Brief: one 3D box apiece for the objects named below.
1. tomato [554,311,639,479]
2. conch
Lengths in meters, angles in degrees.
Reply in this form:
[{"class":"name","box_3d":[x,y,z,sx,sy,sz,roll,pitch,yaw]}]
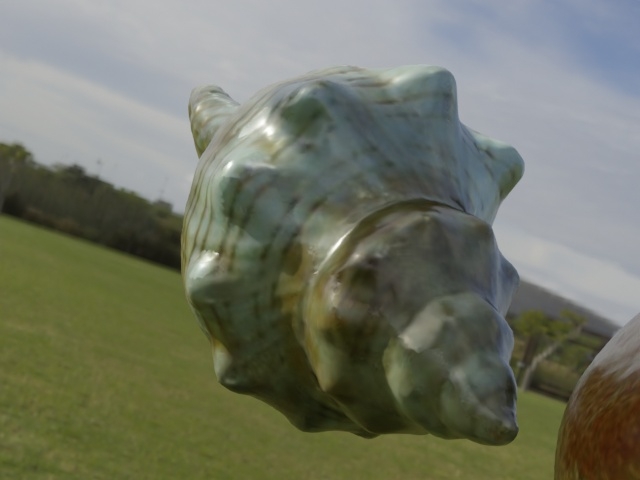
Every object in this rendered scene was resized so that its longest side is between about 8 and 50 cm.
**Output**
[{"class":"tomato","box_3d":[0.240,0.083,0.356,0.303,0.303,0.239,18,40,14]},{"class":"conch","box_3d":[0.014,0.002,0.552,0.170,0.203,0.386,5,18,-8]}]
